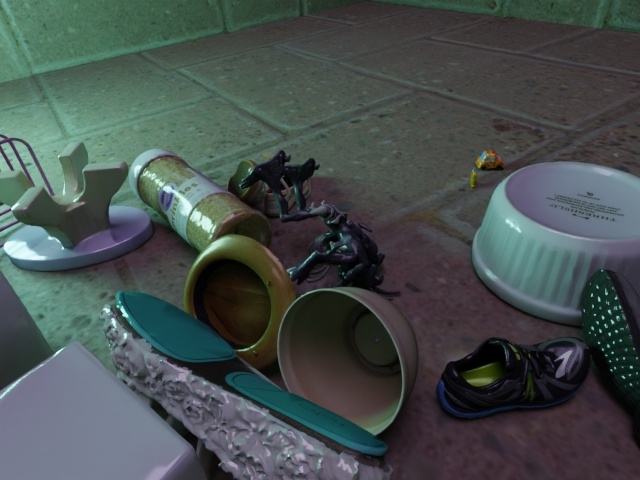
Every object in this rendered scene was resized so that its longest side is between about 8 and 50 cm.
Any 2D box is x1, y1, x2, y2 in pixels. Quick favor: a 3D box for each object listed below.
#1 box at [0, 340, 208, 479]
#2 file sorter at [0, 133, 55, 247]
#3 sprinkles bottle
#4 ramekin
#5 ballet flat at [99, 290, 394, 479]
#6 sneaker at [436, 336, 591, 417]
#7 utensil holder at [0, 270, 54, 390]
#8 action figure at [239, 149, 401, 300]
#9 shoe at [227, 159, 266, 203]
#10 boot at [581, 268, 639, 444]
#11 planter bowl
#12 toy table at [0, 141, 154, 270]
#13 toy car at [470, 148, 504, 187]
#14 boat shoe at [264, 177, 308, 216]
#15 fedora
[{"bbox_3d":[-0.236,0.276,0.275,0.168,0.215,0.345,22,45,33],"label":"box"},{"bbox_3d":[-0.723,-0.117,0.892,0.290,0.202,0.182,16,39,27],"label":"file sorter"},{"bbox_3d":[-0.236,-0.067,0.812,0.121,0.121,0.355,-30,43,-29],"label":"sprinkles bottle"},{"bbox_3d":[0.372,-0.013,0.644,0.272,0.127,0.273,-4,36,3],"label":"ramekin"},{"bbox_3d":[-0.122,0.182,0.462,0.408,0.147,0.147,21,45,33],"label":"ballet flat"},{"bbox_3d":[0.224,0.147,0.492,0.188,0.078,0.067,-11,37,-7],"label":"sneaker"},{"bbox_3d":[-0.540,0.127,0.434,0.327,0.328,0.385,24,45,34],"label":"utensil holder"},{"bbox_3d":[0.000,0.000,0.676,0.276,0.141,0.164,54,28,9],"label":"action figure"},{"bbox_3d":[-0.134,-0.109,0.840,0.058,0.077,0.219,5,-1,-21],"label":"shoe"},{"bbox_3d":[0.404,0.141,0.466,0.161,0.083,0.247,-3,53,-2],"label":"boot"},{"bbox_3d":[0.046,0.126,0.503,0.162,0.162,0.109,22,18,33],"label":"planter bowl"},{"bbox_3d":[-0.471,-0.059,0.807,0.274,0.161,0.252,-13,37,-11],"label":"toy table"},{"bbox_3d":[0.351,-0.154,0.907,0.060,0.041,0.122,11,40,22],"label":"toy car"},{"bbox_3d":[-0.066,-0.117,0.905,0.062,0.059,0.170,8,39,18],"label":"boat shoe"},{"bbox_3d":[-0.100,0.084,0.597,0.194,0.195,0.079,18,6,29],"label":"fedora"}]
